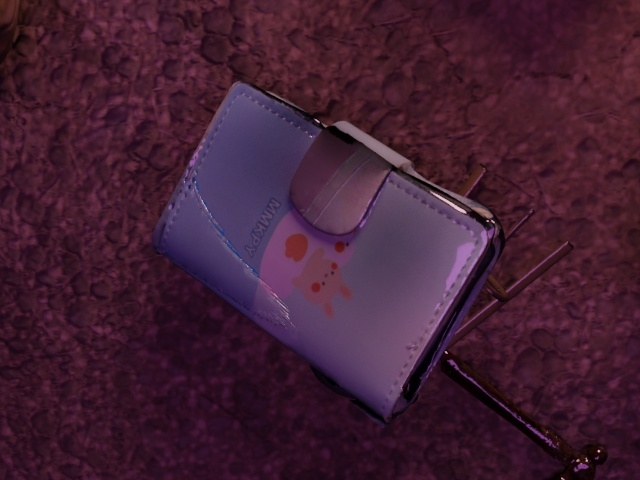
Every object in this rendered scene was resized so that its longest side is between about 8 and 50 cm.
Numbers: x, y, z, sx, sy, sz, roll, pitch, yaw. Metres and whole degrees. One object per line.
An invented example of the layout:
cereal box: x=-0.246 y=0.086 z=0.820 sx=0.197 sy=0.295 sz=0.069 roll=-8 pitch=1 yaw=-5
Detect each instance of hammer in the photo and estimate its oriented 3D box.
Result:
hammer: x=0.167 y=0.157 z=0.797 sx=0.178 sy=0.021 sz=0.065 roll=39 pitch=103 yaw=-4

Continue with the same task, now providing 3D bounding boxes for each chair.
chair: x=0.098 y=0.053 z=0.746 sx=0.221 sy=0.104 sz=0.095 roll=-44 pitch=113 yaw=9

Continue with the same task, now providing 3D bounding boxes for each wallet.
wallet: x=0.000 y=0.000 z=0.697 sx=0.250 sy=0.075 sz=0.176 roll=34 pitch=101 yaw=25

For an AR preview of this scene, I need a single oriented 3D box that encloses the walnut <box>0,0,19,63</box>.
walnut: x=-0.302 y=-0.183 z=0.695 sx=0.162 sy=0.140 sz=0.140 roll=-32 pitch=98 yaw=9
